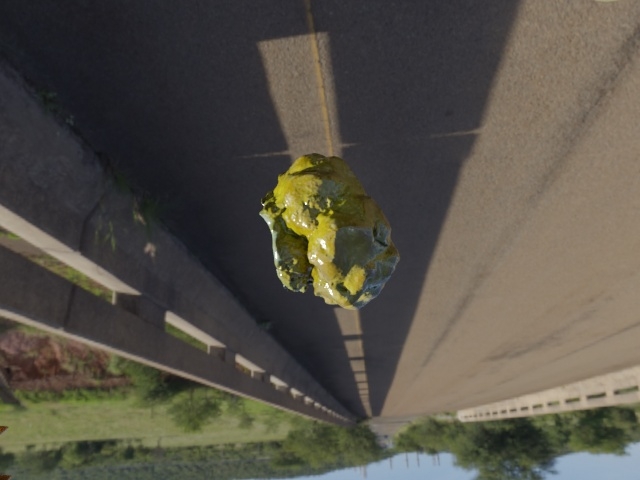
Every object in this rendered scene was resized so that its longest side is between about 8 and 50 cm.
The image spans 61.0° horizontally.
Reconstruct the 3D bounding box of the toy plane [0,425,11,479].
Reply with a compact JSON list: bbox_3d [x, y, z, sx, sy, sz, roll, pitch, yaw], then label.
[{"bbox_3d":[-0.361,0.218,0.376,0.103,0.204,0.316,1,-174,6],"label":"toy plane"}]

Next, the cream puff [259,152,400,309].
[{"bbox_3d":[0.000,0.001,0.913,0.185,0.281,0.282,-31,166,-13],"label":"cream puff"}]
